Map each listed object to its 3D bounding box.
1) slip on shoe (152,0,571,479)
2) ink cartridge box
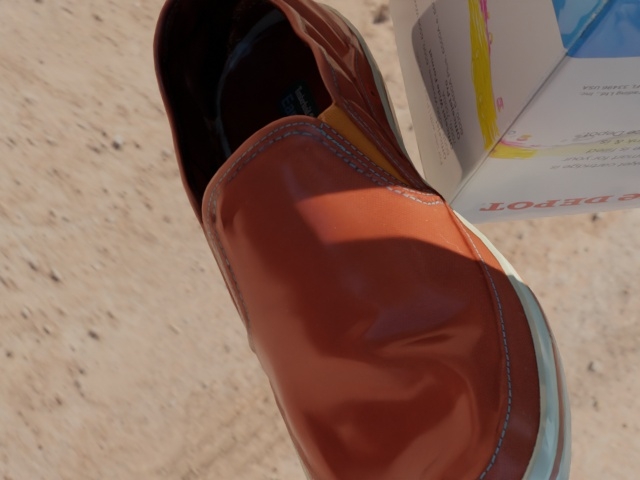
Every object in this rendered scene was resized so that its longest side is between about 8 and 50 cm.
[{"bbox_3d":[0.000,0.000,0.575,0.123,0.331,0.101,-40,136,20],"label":"slip on shoe"},{"bbox_3d":[0.140,-0.125,0.583,0.171,0.233,0.168,-5,72,-14],"label":"ink cartridge box"}]
